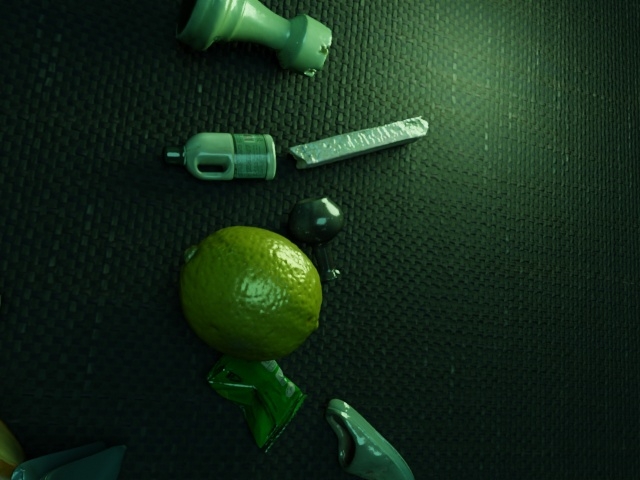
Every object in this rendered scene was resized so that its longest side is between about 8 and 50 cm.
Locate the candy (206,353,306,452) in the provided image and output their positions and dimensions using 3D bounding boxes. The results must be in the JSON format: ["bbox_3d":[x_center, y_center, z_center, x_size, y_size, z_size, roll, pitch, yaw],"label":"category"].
[{"bbox_3d":[-0.124,0.297,1.079,0.141,0.078,0.203,-43,104,-22],"label":"candy"}]

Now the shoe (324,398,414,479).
[{"bbox_3d":[0.088,0.444,1.131,0.100,0.103,0.251,-43,94,-23],"label":"shoe"}]

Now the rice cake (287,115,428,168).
[{"bbox_3d":[0.091,-0.224,1.248,0.365,0.073,0.056,-18,92,-24],"label":"rice cake"}]

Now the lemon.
[{"bbox_3d":[-0.129,0.098,1.017,0.268,0.267,0.267,4,81,-22],"label":"lemon"}]

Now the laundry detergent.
[{"bbox_3d":[-0.207,-0.172,1.118,0.226,0.070,0.099,-3,89,-23],"label":"laundry detergent"}]

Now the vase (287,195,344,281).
[{"bbox_3d":[0.000,0.000,1.161,0.120,0.120,0.182,-19,103,-24],"label":"vase"}]

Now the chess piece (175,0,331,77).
[{"bbox_3d":[-0.131,-0.453,1.142,0.299,0.195,0.194,15,76,-29],"label":"chess piece"}]

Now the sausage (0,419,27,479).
[{"bbox_3d":[-0.618,0.363,0.781,0.287,0.233,0.233,-45,100,-21],"label":"sausage"}]

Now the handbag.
[{"bbox_3d":[-0.408,0.412,0.875,0.057,0.221,0.144,9,84,13],"label":"handbag"}]
